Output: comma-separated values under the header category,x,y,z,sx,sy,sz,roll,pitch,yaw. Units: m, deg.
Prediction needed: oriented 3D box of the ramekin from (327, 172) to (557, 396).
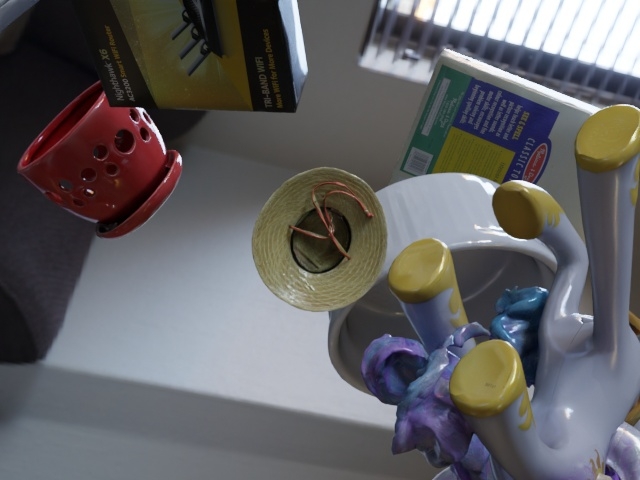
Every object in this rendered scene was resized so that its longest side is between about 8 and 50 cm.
category,x,y,z,sx,sy,sz,roll,pitch,yaw
ramekin,0.133,0.052,1.053,0.135,0.277,0.277,-104,-157,-43

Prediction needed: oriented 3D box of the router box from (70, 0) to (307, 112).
category,x,y,z,sx,sy,sz,roll,pitch,yaw
router box,-0.156,-0.286,1.030,0.309,0.243,0.081,79,19,-47

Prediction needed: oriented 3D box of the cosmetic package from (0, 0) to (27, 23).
category,x,y,z,sx,sy,sz,roll,pitch,yaw
cosmetic package,-0.448,-0.511,1.261,0.394,0.329,0.327,-48,-160,-21

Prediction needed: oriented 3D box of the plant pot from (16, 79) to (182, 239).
category,x,y,z,sx,sy,sz,roll,pitch,yaw
plant pot,-0.304,-0.112,1.318,0.191,0.174,0.191,-37,-154,21

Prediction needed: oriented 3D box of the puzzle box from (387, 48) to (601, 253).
category,x,y,z,sx,sy,sz,roll,pitch,yaw
puzzle box,0.216,-0.019,1.240,0.052,0.272,0.409,-53,165,-64

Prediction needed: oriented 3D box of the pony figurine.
category,x,y,z,sx,sy,sz,roll,pitch,yaw
pony figurine,0.165,0.148,0.623,0.351,0.303,0.363,-56,133,-27

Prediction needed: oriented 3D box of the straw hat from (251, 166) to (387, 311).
category,x,y,z,sx,sy,sz,roll,pitch,yaw
straw hat,0.000,0.000,0.941,0.061,0.144,0.144,170,-69,-86
